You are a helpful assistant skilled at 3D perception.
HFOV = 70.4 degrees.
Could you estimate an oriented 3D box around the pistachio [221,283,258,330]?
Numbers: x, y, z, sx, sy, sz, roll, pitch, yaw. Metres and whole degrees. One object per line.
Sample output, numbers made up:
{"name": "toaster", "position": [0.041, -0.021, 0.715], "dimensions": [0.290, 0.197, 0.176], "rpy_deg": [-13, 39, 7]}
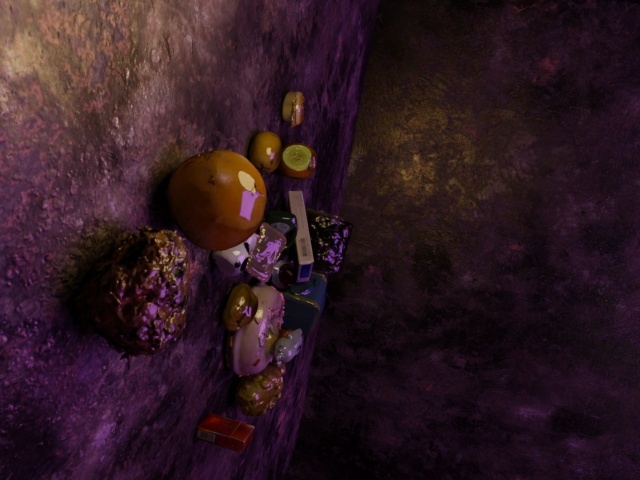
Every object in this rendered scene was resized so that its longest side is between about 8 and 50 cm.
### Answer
{"name": "pistachio", "position": [-0.276, 0.225, 1.581], "dimensions": [0.189, 0.100, 0.110], "rpy_deg": [-67, 158, -44]}

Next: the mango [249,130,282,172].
{"name": "mango", "position": [-0.176, -0.305, 1.525], "dimensions": [0.195, 0.098, 0.138], "rpy_deg": [-72, 166, -54]}

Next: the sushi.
{"name": "sushi", "position": [0.000, 0.002, 2.283], "dimensions": [0.281, 0.299, 0.295], "rpy_deg": [12, 91, -80]}

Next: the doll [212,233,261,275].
{"name": "doll", "position": [-0.263, 0.024, 1.410], "dimensions": [0.181, 0.106, 0.111], "rpy_deg": [-76, 151, -47]}

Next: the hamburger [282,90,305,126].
{"name": "hamburger", "position": [-0.098, -0.505, 1.750], "dimensions": [0.127, 0.081, 0.141], "rpy_deg": [92, 13, -44]}

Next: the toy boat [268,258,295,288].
{"name": "toy boat", "position": [-0.185, 0.135, 1.878], "dimensions": [0.262, 0.115, 0.114], "rpy_deg": [50, 59, -66]}

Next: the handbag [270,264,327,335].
{"name": "handbag", "position": [-0.111, 0.268, 2.068], "dimensions": [0.241, 0.262, 0.223], "rpy_deg": [-67, 173, -61]}

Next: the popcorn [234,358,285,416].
{"name": "popcorn", "position": [-0.253, 0.608, 1.912], "dimensions": [0.266, 0.192, 0.233], "rpy_deg": [-46, 148, -38]}

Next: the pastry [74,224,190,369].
{"name": "pastry", "position": [-0.348, 0.095, 0.860], "dimensions": [0.275, 0.192, 0.275], "rpy_deg": [-178, -90, -76]}

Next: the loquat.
{"name": "loquat", "position": [-0.238, -0.094, 1.052], "dimensions": [0.235, 0.234, 0.235], "rpy_deg": [12, 90, -80]}

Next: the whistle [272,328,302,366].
{"name": "whistle", "position": [-0.128, 0.417, 1.822], "dimensions": [0.102, 0.105, 0.253], "rpy_deg": [-48, 175, 23]}

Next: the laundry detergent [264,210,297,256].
{"name": "laundry detergent", "position": [-0.164, -0.013, 1.825], "dimensions": [0.063, 0.137, 0.211], "rpy_deg": [-103, -160, -59]}

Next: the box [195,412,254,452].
{"name": "box", "position": [-0.331, 0.668, 1.581], "dimensions": [0.112, 0.175, 0.048], "rpy_deg": [-22, 124, -79]}

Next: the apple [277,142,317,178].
{"name": "apple", "position": [-0.091, -0.320, 1.828], "dimensions": [0.163, 0.147, 0.147], "rpy_deg": [11, 90, -78]}

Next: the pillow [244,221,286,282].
{"name": "pillow", "position": [-0.209, 0.047, 1.723], "dimensions": [0.135, 0.034, 0.211], "rpy_deg": [38, 63, -36]}

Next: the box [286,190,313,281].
{"name": "box", "position": [-0.092, -0.016, 1.955], "dimensions": [0.200, 0.065, 0.344], "rpy_deg": [103, -21, -62]}

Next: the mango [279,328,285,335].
{"name": "mango", "position": [-0.168, 0.422, 2.309], "dimensions": [0.176, 0.139, 0.255], "rpy_deg": [97, 5, -45]}

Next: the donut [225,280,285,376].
{"name": "donut", "position": [-0.245, 0.353, 1.794], "dimensions": [0.382, 0.142, 0.384], "rpy_deg": [13, 90, -81]}
